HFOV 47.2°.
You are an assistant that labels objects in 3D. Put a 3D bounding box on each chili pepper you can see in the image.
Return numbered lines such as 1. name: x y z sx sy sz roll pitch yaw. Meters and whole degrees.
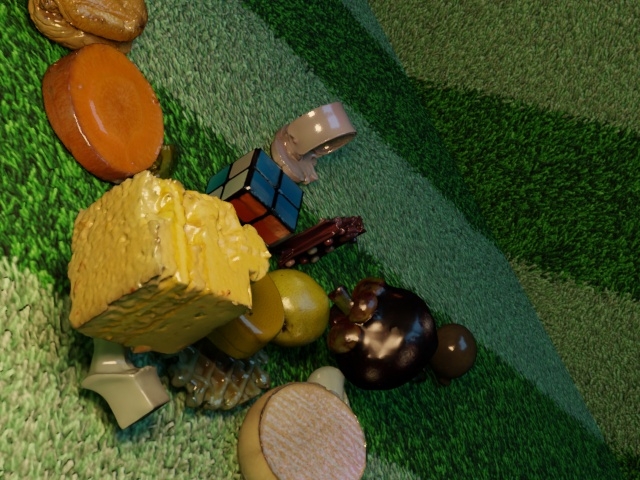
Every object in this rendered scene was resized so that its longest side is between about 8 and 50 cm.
1. chili pepper: -0.358 -0.176 1.651 0.073 0.072 0.204 30 42 -24

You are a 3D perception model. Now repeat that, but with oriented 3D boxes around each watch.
1. watch: -0.013 -0.289 2.150 0.196 0.231 0.244 65 25 2

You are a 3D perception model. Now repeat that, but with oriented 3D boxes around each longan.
1. longan: 0.418 0.366 2.343 0.185 0.159 0.204 7 95 -76

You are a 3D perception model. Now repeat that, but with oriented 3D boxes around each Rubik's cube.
1. Rubik's cube: -0.168 -0.085 1.769 0.183 0.180 0.167 43 34 -26

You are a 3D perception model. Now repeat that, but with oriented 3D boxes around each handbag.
1. handbag: 0.001 0.003 1.926 0.203 0.216 0.074 -6 71 -62

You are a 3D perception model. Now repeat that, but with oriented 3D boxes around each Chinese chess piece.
1. Chinese chess piece: -0.037 0.425 1.503 0.270 0.112 0.270 18 48 -22

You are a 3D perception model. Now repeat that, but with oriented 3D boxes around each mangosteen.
1. mangosteen: 0.137 0.220 1.776 0.233 0.287 0.287 78 -10 -76

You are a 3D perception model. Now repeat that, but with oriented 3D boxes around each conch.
1. conch: 0.034 0.405 1.714 0.185 0.121 0.221 20 44 -63

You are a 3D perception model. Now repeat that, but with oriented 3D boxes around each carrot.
1. carrot: -0.455 -0.268 1.558 0.258 0.100 0.307 4 63 -54

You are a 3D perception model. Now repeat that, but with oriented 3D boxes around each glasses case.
1. glasses case: -0.229 0.067 1.466 0.371 0.141 0.173 49 37 1

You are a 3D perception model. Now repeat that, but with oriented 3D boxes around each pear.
1. pear: -0.071 0.155 1.695 0.198 0.198 0.198 39 35 -35

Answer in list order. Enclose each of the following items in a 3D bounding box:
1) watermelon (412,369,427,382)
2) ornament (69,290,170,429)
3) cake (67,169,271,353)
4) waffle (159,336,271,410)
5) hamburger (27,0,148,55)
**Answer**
1. watermelon: 0.252 0.324 2.214 0.245 0.063 0.119 61 10 12
2. ornament: -0.361 0.187 1.275 0.130 0.120 0.285 46 24 -67
3. cake: -0.241 0.051 1.229 0.286 0.227 0.222 28 42 -47
4. waffle: -0.227 0.212 1.528 0.309 0.056 0.292 3 59 -56
5. hamburger: -0.530 -0.556 1.629 0.318 0.158 0.318 38 37 -36
